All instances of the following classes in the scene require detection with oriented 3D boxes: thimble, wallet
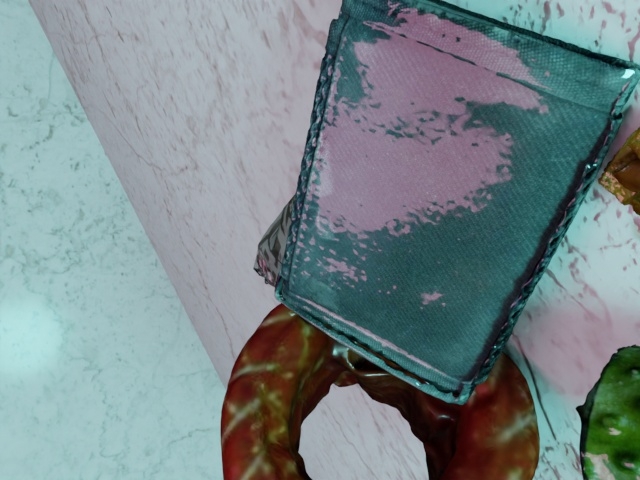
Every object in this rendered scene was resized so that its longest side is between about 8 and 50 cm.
[{"bbox_3d":[0.055,0.234,0.668,0.350,0.350,0.230,46,153,29],"label":"thimble"},{"bbox_3d":[0.089,-0.030,0.526,0.237,0.075,0.342,29,127,21],"label":"wallet"}]

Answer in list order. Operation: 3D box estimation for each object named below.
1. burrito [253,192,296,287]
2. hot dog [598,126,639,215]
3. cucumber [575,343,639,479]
[{"bbox_3d":[0.000,0.000,0.792,0.139,0.101,0.445,49,152,0],"label":"burrito"},{"bbox_3d":[0.233,-0.038,0.356,0.169,0.061,0.078,4,119,61],"label":"hot dog"},{"bbox_3d":[0.300,0.141,0.362,0.244,0.134,0.134,-7,110,53],"label":"cucumber"}]
